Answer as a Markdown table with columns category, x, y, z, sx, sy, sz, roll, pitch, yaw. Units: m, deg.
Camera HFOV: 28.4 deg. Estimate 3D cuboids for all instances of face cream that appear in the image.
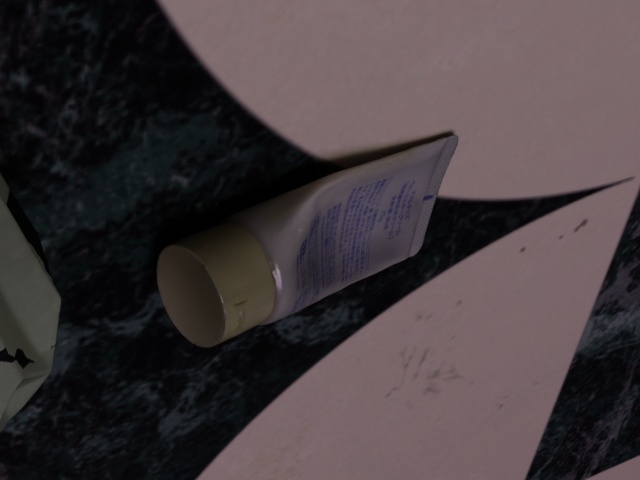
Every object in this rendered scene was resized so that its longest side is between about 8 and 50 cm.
| category | x | y | z | sx | sy | sz | roll | pitch | yaw |
| --- | --- | --- | --- | --- | --- | --- | --- | --- | --- |
| face cream | 0.000 | 0.000 | 0.848 | 0.224 | 0.070 | 0.114 | -24 | 145 | -37 |

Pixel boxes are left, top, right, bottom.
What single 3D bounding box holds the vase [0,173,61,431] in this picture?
| category | x | y | z | sx | sy | sz | roll | pitch | yaw |
| --- | --- | --- | --- | --- | --- | --- | --- | --- | --- |
| vase | -0.221 | -0.052 | 0.525 | 0.165 | 0.165 | 0.360 | -24 | 138 | -16 |
